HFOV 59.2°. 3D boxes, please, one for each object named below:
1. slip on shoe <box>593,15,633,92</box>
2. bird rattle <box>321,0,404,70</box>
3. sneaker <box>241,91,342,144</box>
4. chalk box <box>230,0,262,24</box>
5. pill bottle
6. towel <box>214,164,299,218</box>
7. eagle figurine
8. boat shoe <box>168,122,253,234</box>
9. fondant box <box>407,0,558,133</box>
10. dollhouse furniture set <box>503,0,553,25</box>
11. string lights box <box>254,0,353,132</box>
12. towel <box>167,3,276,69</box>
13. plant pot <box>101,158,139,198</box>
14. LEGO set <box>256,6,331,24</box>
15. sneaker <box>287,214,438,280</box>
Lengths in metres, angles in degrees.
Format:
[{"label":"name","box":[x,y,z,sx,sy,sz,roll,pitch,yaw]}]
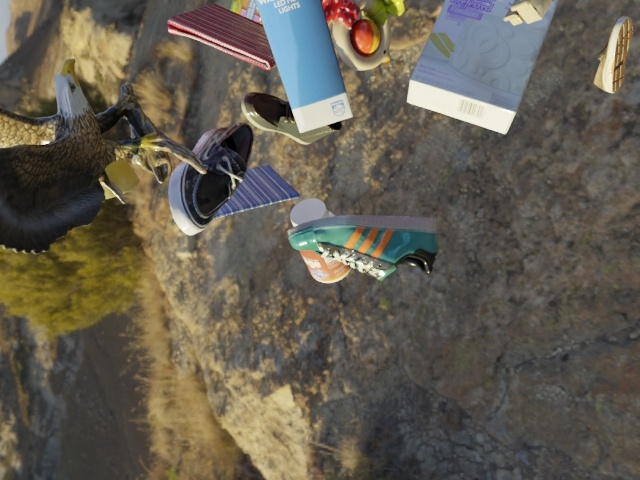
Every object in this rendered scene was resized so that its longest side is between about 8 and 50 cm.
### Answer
[{"label":"slip on shoe","box":[0.490,-0.313,0.950,0.051,0.135,0.041,-40,49,-13]},{"label":"bird rattle","box":[0.092,-0.491,1.270,0.143,0.253,0.207,7,113,42]},{"label":"sneaker","box":[-0.061,-0.287,1.253,0.118,0.222,0.083,-10,73,45]},{"label":"chalk box","box":[-0.175,-0.788,1.891,0.289,0.180,0.179,37,114,33]},{"label":"pill bottle","box":[0.000,0.000,1.432,0.121,0.216,0.121,-12,46,13]},{"label":"towel","box":[-0.270,-0.171,1.973,0.243,0.336,0.040,44,141,42]},{"label":"eagle figurine","box":[-0.339,-0.121,0.706,0.226,0.298,0.225,8,116,43]},{"label":"boat shoe","box":[-0.191,-0.129,1.063,0.102,0.108,0.301,-17,33,23]},{"label":"fondant box","box":[0.367,-0.433,1.279,0.096,0.238,0.330,77,-144,-69]},{"label":"dollhouse furniture set","box":[0.340,-0.470,1.025,0.161,0.101,0.182,-56,23,-10]},{"label":"string lights box","box":[-0.034,-0.283,0.700,0.133,0.076,0.260,-97,-10,-56]},{"label":"towel","box":[-0.157,-0.392,1.082,0.275,0.198,0.031,-75,7,-62]},{"label":"plant pot","box":[-0.501,-0.163,1.306,0.134,0.134,0.095,-133,27,-58]},{"label":"LEGO set","box":[-0.020,-0.624,1.501,0.132,0.287,0.107,63,151,21]},{"label":"sneaker","box":[0.088,0.018,1.105,0.108,0.302,0.121,128,140,-78]}]
